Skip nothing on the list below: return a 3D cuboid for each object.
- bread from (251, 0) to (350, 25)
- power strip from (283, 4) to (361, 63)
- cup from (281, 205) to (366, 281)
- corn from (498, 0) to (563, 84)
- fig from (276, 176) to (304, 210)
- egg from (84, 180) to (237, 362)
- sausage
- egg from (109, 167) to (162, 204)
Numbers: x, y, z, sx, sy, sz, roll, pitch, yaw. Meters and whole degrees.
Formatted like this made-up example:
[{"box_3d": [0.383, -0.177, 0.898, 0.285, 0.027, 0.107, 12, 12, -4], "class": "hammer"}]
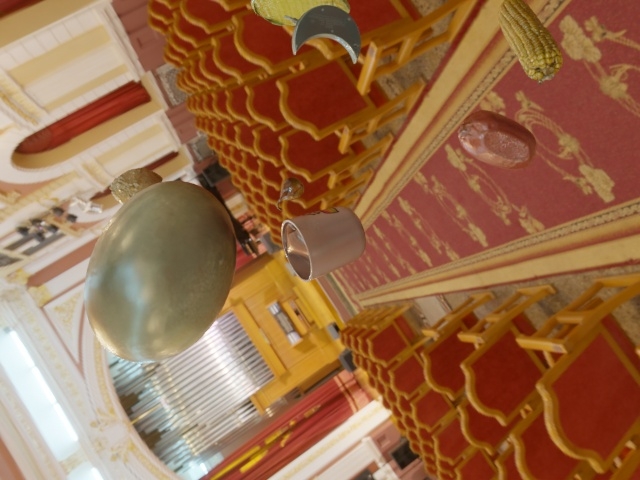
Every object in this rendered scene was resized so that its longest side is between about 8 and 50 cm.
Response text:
[{"box_3d": [-0.059, -0.710, 1.397, 0.301, 0.302, 0.045, -168, 76, -76], "class": "bread"}, {"box_3d": [0.006, -0.553, 1.236, 0.044, 0.216, 0.137, -133, 49, -72], "class": "power strip"}, {"box_3d": [0.000, 0.000, 1.417, 0.253, 0.201, 0.191, 6, 113, 64], "class": "cup"}, {"box_3d": [0.558, -0.560, 1.265, 0.102, 0.102, 0.312, 74, -177, -58], "class": "corn"}, {"box_3d": [-0.073, -0.106, 1.061, 0.050, 0.083, 0.050, 39, 179, 1], "class": "fig"}, {"box_3d": [-0.296, 0.058, 0.885, 0.259, 0.351, 0.258, 13, 172, 2], "class": "egg"}, {"box_3d": [0.506, -0.284, 1.323, 0.255, 0.148, 0.148, 16, 178, -13], "class": "sausage"}, {"box_3d": [-0.519, -0.150, 1.316, 0.118, 0.140, 0.116, -114, 17, -51], "class": "egg"}]
